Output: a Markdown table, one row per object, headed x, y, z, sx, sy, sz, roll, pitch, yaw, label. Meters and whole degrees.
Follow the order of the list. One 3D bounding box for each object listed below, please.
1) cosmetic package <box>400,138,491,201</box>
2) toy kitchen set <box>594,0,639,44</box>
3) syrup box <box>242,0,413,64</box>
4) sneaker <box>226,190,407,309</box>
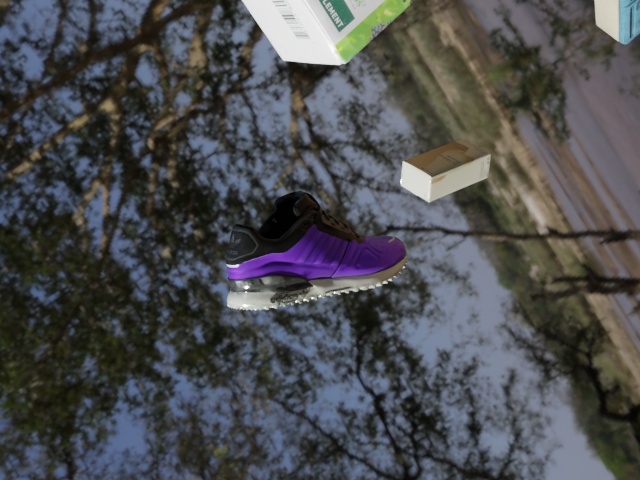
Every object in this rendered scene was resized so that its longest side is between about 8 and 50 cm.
| x | y | z | sx | sy | sz | roll | pitch | yaw | label |
| --- | --- | --- | --- | --- | --- | --- | --- | --- | --- |
| 0.172 | -0.098 | 1.168 | 0.060 | 0.115 | 0.041 | 35 | 137 | 40 | cosmetic package |
| 0.398 | -0.264 | 0.819 | 0.166 | 0.207 | 0.122 | 48 | -178 | 27 | toy kitchen set |
| 0.050 | -0.238 | 0.623 | 0.093 | 0.237 | 0.096 | 54 | 165 | -28 | syrup box |
| 0.000 | 0.000 | 1.187 | 0.102 | 0.293 | 0.146 | 4 | 103 | 55 | sneaker |
